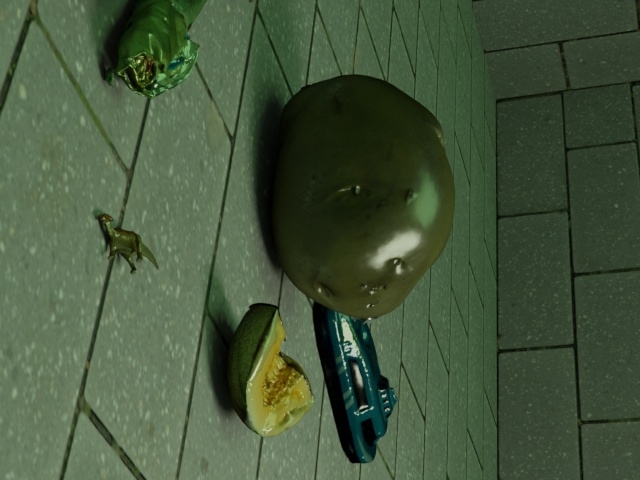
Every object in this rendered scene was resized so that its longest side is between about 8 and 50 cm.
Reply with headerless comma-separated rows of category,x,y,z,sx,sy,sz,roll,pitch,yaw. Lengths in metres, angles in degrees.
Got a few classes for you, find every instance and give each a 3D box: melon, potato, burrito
melon,-0.074,0.153,1.456,0.128,0.079,0.160,-58,144,-38
potato,0.058,-0.068,1.697,0.221,0.243,0.326,81,14,-63
burrito,-0.156,-0.216,1.327,0.288,0.054,0.104,-74,156,-57

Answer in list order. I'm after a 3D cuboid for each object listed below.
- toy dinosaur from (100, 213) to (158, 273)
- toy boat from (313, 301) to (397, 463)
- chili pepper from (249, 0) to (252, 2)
toy dinosaur,-0.176,0.011,1.201,0.113,0.026,0.041,48,20,-51
toy boat,0.067,0.201,1.920,0.134,0.092,0.299,-75,154,-61
chili pepper,-0.092,-0.394,1.632,0.059,0.050,0.191,11,65,-57
